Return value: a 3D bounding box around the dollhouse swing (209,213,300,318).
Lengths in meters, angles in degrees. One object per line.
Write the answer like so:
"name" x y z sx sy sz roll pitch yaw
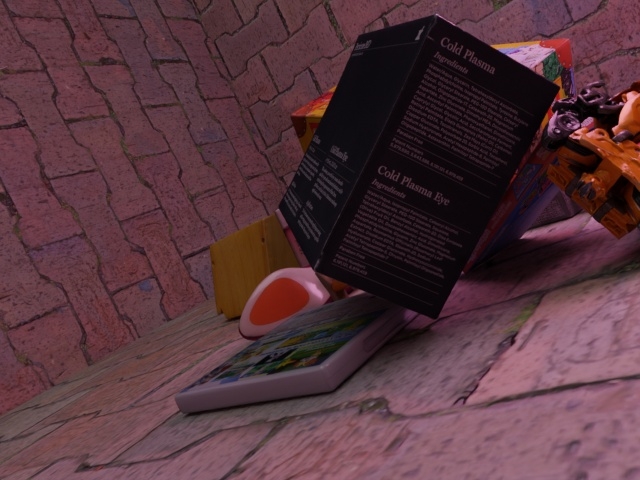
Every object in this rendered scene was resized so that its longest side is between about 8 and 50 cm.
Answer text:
"dollhouse swing" -0.123 0.058 1.796 0.305 0.315 0.347 -1 -13 -37

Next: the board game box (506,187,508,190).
"board game box" 0.363 -0.093 1.518 0.336 0.079 0.254 -24 4 31

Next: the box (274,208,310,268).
"box" 0.000 0.000 1.457 0.149 0.232 0.127 -26 4 -3

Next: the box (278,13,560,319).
"box" 0.102 -0.114 0.819 0.312 0.179 0.343 -65 16 10

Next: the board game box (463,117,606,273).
"board game box" 0.300 -0.065 0.837 0.145 0.027 0.281 -28 -25 -30

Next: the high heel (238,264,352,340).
"high heel" -0.012 0.115 1.244 0.377 0.127 0.181 -32 -24 -23

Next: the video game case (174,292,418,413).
"video game case" -0.014 0.152 0.871 0.329 0.036 0.300 -22 5 43

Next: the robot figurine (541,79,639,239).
"robot figurine" 0.382 -0.100 0.665 0.291 0.211 0.085 -26 -28 -25

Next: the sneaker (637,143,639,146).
"sneaker" 0.513 -0.121 0.922 0.221 0.087 0.128 -8 4 36

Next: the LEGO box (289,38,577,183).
"LEGO box" 0.242 -0.273 1.314 0.372 0.193 0.500 -39 33 -29

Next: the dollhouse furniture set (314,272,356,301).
"dollhouse furniture set" 0.164 0.023 1.108 0.262 0.135 0.259 -24 15 32

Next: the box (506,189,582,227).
"box" 0.398 -0.072 1.087 0.183 0.056 0.231 -27 3 -35
